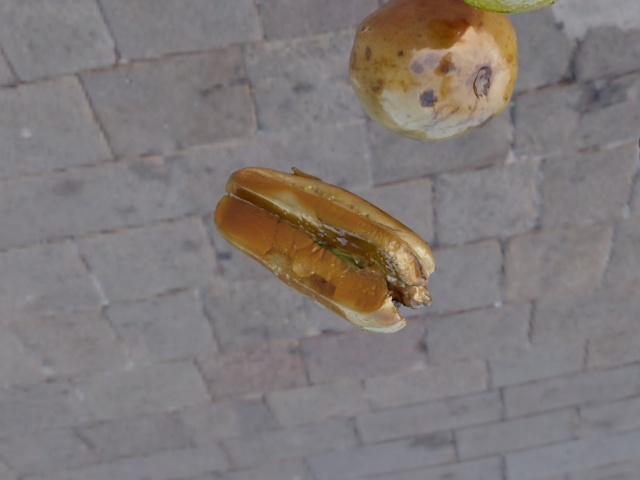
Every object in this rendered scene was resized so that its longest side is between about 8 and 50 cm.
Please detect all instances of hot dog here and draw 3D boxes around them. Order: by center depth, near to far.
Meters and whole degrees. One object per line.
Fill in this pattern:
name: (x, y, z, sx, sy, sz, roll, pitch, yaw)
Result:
hot dog: (0.000, 0.000, 1.194, 0.072, 0.269, 0.109, 17, 101, -54)

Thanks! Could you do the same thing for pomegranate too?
pomegranate: (0.139, -0.232, 1.613, 0.215, 0.215, 0.215, -6, 150, -4)

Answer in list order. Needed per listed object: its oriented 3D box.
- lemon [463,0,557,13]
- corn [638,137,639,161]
lemon: (0.213, -0.333, 1.372, 0.206, 0.173, 0.173, 10, 163, 34)
corn: (0.339, -0.066, 1.127, 0.101, 0.310, 0.101, 3, 107, 8)
